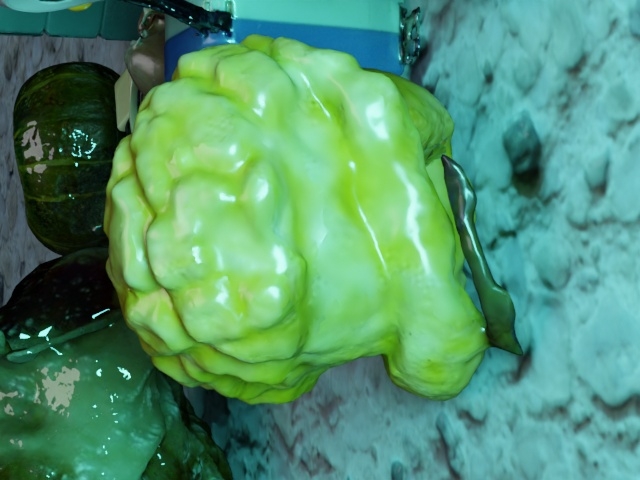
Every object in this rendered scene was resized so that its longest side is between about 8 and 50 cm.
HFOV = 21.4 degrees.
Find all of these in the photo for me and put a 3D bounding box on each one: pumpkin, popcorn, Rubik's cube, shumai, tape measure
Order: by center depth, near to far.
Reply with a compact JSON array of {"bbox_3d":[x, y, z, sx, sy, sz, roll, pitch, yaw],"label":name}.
[{"bbox_3d":[0.000,0.000,1.424,0.382,0.349,0.349,21,112,24],"label":"popcorn"},{"bbox_3d":[-0.105,-0.187,1.582,0.215,0.351,0.097,-12,76,63],"label":"tape measure"},{"bbox_3d":[-0.258,0.177,1.885,0.395,0.395,0.348,-139,55,-60],"label":"shumai"},{"bbox_3d":[-0.301,-0.111,2.230,0.260,0.189,0.260,171,90,-86],"label":"pumpkin"},{"bbox_3d":[-0.335,-0.408,2.252,0.221,0.225,0.231,-123,40,-53],"label":"Rubik's cube"}]

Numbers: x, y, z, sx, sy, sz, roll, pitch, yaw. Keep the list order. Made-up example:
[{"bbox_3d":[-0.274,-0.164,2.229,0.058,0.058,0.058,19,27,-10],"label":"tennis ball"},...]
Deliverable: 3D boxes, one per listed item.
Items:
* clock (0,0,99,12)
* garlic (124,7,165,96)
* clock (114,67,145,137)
[{"bbox_3d":[-0.190,-0.373,1.603,0.250,0.377,0.368,66,166,-16],"label":"clock"},{"bbox_3d":[-0.111,-0.188,1.841,0.160,0.191,0.214,-86,-11,-81],"label":"garlic"},{"bbox_3d":[-0.166,-0.072,2.007,0.276,0.120,0.379,-39,48,55],"label":"clock"}]
